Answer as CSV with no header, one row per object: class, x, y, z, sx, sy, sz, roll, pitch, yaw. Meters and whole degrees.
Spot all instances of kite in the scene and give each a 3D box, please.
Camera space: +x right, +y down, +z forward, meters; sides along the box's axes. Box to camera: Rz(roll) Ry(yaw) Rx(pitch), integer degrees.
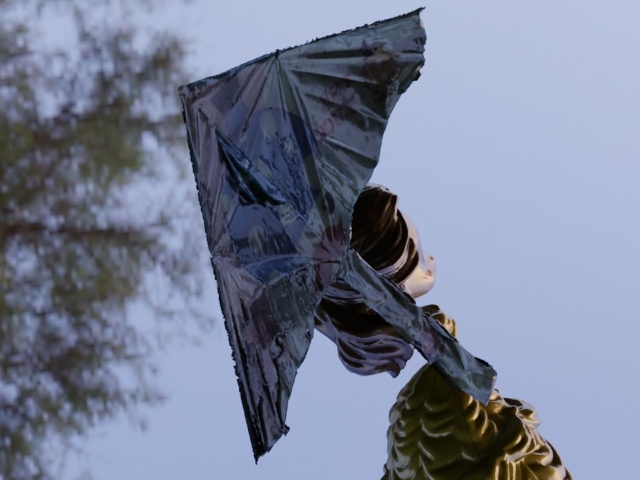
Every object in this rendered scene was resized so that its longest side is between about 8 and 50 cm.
kite,0.000,0.000,1.056,0.011,0.335,0.314,-11,-137,-37

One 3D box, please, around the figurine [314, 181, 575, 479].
figurine,0.083,0.096,1.494,0.168,0.315,0.187,-17,-163,20
